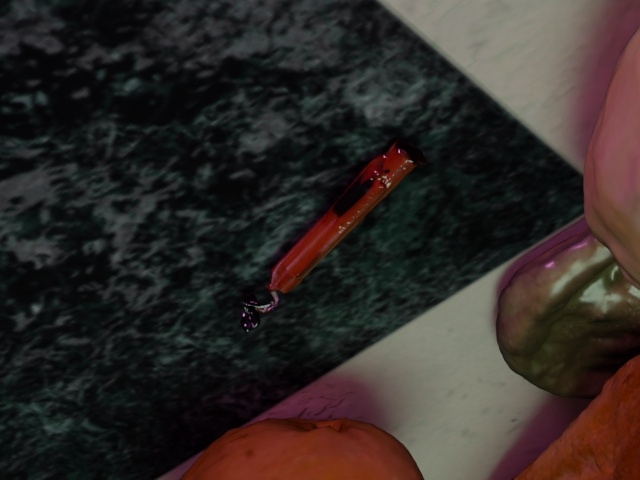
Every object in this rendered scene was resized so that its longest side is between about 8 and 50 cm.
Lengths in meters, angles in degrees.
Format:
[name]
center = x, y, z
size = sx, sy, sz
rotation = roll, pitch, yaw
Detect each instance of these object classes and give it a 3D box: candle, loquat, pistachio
[candle]
center = -0.001, -0.001, 0.982
size = 0.026, 0.021, 0.167
rotation = -1, 144, -49
[loquat]
center = -0.012, 0.216, 1.100
size = 0.208, 0.208, 0.208
rotation = -9, 142, -7
[pistachio]
center = 0.223, -0.047, 0.893
size = 0.157, 0.157, 0.229
rotation = -5, 153, -12

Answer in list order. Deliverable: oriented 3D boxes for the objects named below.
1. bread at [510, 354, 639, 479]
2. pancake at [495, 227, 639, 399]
[bread]
center = 0.230, 0.213, 1.158
size = 0.148, 0.195, 0.344
rotation = 5, 150, -17
[pancake]
center = 0.231, 0.039, 1.088
size = 0.236, 0.042, 0.222
rotation = -8, 146, -5
